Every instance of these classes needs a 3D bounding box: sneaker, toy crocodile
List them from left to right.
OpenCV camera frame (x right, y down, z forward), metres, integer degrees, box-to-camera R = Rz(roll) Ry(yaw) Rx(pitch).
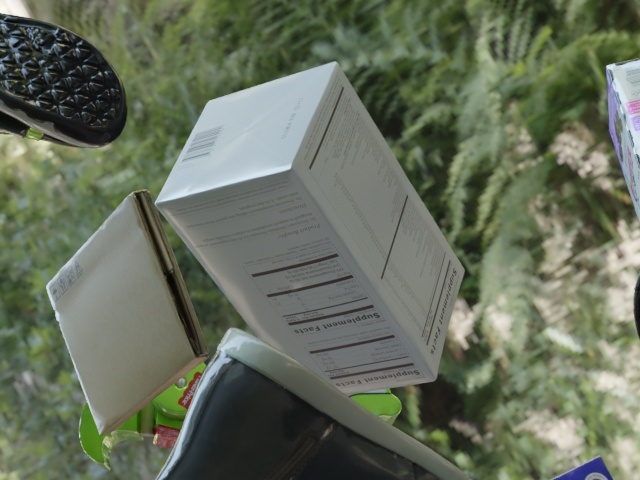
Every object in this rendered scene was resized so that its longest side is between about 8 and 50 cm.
[{"bbox_3d":[-0.246,-0.114,0.947,0.097,0.234,0.084,99,-162,-51],"label":"sneaker"},{"bbox_3d":[-0.083,0.188,1.363,0.340,0.105,0.115,2,-23,-10],"label":"toy crocodile"},{"bbox_3d":[0.003,0.150,0.718,0.118,0.222,0.083,-58,25,-7],"label":"sneaker"}]

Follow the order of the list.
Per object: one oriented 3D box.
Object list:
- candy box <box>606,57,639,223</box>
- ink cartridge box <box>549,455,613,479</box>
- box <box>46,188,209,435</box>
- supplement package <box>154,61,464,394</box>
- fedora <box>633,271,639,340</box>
[{"bbox_3d":[0.472,-0.138,1.852,0.070,0.196,0.165,-13,-33,6],"label":"candy box"},{"bbox_3d":[0.337,0.416,1.353,0.175,0.371,0.069,-19,-20,-28],"label":"ink cartridge box"},{"bbox_3d":[-0.183,0.072,1.184,0.021,0.164,0.201,-10,-20,-40],"label":"box"},{"bbox_3d":[0.000,0.000,1.065,0.133,0.244,0.139,-13,37,31],"label":"supplement package"},{"bbox_3d":[0.354,0.136,0.988,0.152,0.334,0.334,-48,3,-26],"label":"fedora"}]
